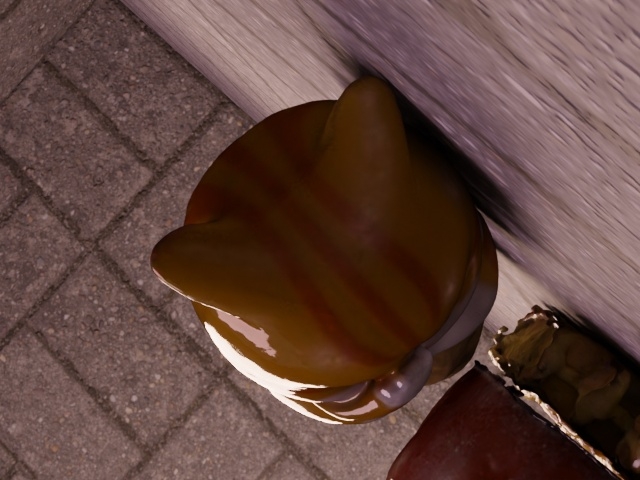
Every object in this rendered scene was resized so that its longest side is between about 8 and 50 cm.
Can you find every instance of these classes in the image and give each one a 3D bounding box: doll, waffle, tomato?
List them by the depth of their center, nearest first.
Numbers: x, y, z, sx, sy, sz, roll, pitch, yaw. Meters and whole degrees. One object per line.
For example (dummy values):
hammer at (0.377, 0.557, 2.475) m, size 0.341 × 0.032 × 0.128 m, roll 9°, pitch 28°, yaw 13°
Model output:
doll at (0.013, 0.012, 0.876) m, size 0.162 × 0.166 × 0.269 m, roll 40°, pitch 177°, yaw 3°
tomato at (0.124, 0.189, 1.088) m, size 0.181 × 0.155 × 0.214 m, roll 45°, pitch -179°, yaw 9°
waffle at (0.211, 0.128, 1.130) m, size 0.309 × 0.065 × 0.283 m, roll 38°, pitch 177°, yaw 46°

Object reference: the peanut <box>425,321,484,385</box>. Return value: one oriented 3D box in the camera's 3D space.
peanut at (0.061, 0.032, 1.127) m, size 0.140 × 0.109 × 0.159 m, roll 58°, pitch 171°, yaw 6°
